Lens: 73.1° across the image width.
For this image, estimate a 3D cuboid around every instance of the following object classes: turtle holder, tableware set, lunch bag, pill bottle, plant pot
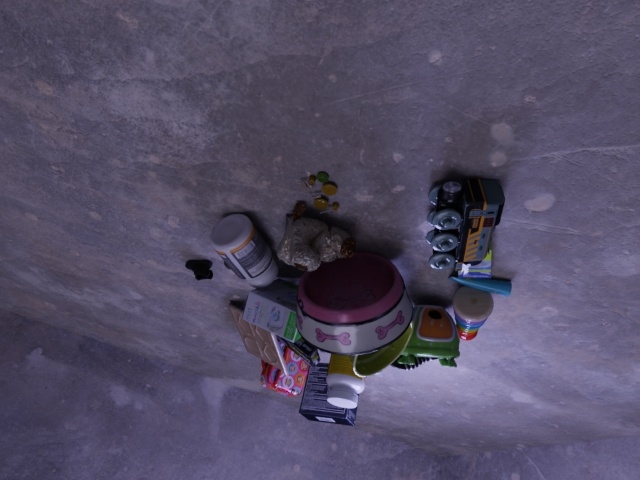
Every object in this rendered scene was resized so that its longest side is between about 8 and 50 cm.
[{"bbox_3d":[0.435,0.383,1.727,0.243,0.228,0.320,-3,164,24],"label":"turtle holder"},{"bbox_3d":[0.009,-0.147,1.332,0.103,0.024,0.154,-12,136,28],"label":"tableware set"},{"bbox_3d":[-0.191,0.649,2.275,0.258,0.293,0.120,30,147,-22],"label":"lunch bag"},{"bbox_3d":[-0.269,0.046,1.575,0.162,0.162,0.279,-2,142,23],"label":"pill bottle"},{"bbox_3d":[0.131,0.609,2.062,0.187,0.334,0.188,10,145,7],"label":"pill bottle"},{"bbox_3d":[0.156,0.313,1.601,0.254,0.276,0.276,42,166,41],"label":"plant pot"}]

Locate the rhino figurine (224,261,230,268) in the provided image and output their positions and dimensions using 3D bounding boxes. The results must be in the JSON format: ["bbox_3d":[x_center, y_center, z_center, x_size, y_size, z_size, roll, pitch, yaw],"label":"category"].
[{"bbox_3d":[-0.289,0.124,1.766,0.243,0.073,0.106,35,156,-29],"label":"rhino figurine"}]

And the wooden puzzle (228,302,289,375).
[{"bbox_3d":[-0.289,0.467,2.112,0.347,0.080,0.323,19,133,41],"label":"wooden puzzle"}]

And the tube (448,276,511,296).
[{"bbox_3d":[0.560,0.153,1.522,0.206,0.052,0.080,10,165,8],"label":"tube"}]

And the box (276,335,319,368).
[{"bbox_3d":[-0.126,0.499,2.123,0.270,0.060,0.216,34,158,22],"label":"box"}]

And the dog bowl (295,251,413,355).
[{"bbox_3d":[0.103,0.187,1.459,0.407,0.408,0.151,1,121,19],"label":"dog bowl"}]

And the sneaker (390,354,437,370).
[{"bbox_3d":[0.416,0.551,2.024,0.281,0.107,0.162,-3,160,-20],"label":"sneaker"}]

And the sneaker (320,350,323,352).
[{"bbox_3d":[0.004,0.433,1.891,0.103,0.125,0.262,15,146,-2],"label":"sneaker"}]

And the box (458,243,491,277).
[{"bbox_3d":[0.510,0.072,1.434,0.108,0.043,0.178,0,142,21],"label":"box"}]

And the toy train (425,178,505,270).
[{"bbox_3d":[0.406,-0.035,1.236,0.190,0.142,0.334,-3,138,8],"label":"toy train"}]

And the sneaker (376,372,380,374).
[{"bbox_3d":[0.200,0.647,2.293,0.281,0.099,0.153,4,149,3],"label":"sneaker"}]

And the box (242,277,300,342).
[{"bbox_3d":[-0.138,0.267,1.703,0.230,0.262,0.127,21,104,18],"label":"box"}]

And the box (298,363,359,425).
[{"bbox_3d":[0.065,0.895,2.517,0.295,0.294,0.183,-2,144,22],"label":"box"}]

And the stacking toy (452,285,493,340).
[{"bbox_3d":[0.578,0.300,1.665,0.141,0.141,0.330,3,150,17],"label":"stacking toy"}]

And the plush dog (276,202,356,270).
[{"bbox_3d":[0.000,0.000,1.436,0.225,0.211,0.262,12,178,-21],"label":"plush dog"}]

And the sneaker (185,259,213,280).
[{"bbox_3d":[-0.524,0.130,1.848,0.170,0.089,0.051,-5,141,25],"label":"sneaker"}]
